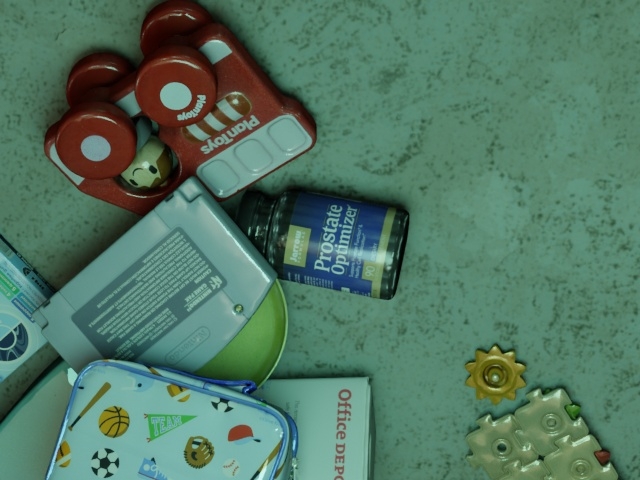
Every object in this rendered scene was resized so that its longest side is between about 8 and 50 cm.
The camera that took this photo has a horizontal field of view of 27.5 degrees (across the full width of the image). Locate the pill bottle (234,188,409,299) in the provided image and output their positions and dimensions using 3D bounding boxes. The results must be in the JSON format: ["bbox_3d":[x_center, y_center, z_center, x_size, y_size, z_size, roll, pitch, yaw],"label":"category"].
[{"bbox_3d":[0.000,0.000,1.715,0.219,0.123,0.123,11,109,6],"label":"pill bottle"}]

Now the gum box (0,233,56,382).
[{"bbox_3d":[-0.465,0.107,1.850,0.184,0.041,0.157,-39,101,18],"label":"gum box"}]

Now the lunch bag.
[{"bbox_3d":[-0.177,0.276,1.619,0.303,0.115,0.243,15,80,11],"label":"lunch bag"}]

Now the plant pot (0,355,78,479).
[{"bbox_3d":[-0.349,0.255,1.825,0.165,0.166,0.234,36,99,-6],"label":"plant pot"}]

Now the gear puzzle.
[{"bbox_3d":[0.300,0.291,1.829,0.175,0.044,0.339,-30,100,17],"label":"gear puzzle"}]

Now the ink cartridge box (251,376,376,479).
[{"bbox_3d":[-0.083,0.309,1.767,0.306,0.226,0.131,0,137,6],"label":"ink cartridge box"}]

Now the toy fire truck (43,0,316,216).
[{"bbox_3d":[-0.188,-0.139,1.685,0.302,0.169,0.254,-32,121,16],"label":"toy fire truck"}]

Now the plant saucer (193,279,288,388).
[{"bbox_3d":[-0.161,0.112,1.780,0.241,0.037,0.241,-1,83,6],"label":"plant saucer"}]

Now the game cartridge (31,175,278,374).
[{"bbox_3d":[-0.209,0.081,1.694,0.297,0.062,0.198,-38,98,17],"label":"game cartridge"}]
